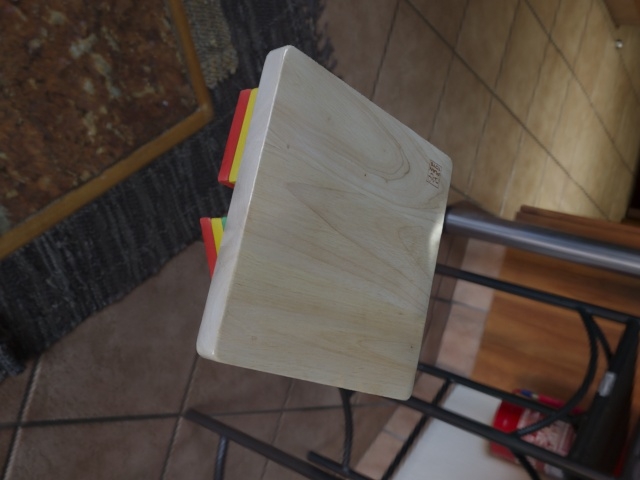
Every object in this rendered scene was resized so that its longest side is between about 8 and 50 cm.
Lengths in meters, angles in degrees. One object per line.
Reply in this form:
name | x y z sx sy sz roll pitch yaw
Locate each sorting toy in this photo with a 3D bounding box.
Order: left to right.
sorting toy | 0.000 0.000 0.630 0.257 0.089 0.255 24 74 -45
